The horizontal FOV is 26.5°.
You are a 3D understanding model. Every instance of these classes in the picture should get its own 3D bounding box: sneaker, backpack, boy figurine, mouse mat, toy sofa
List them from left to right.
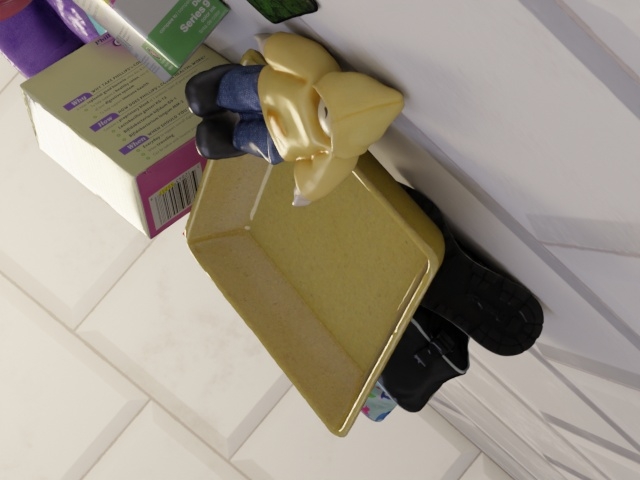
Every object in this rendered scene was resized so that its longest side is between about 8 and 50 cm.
[{"bbox_3d":[-0.470,-0.363,2.171,0.177,0.150,0.362,38,173,30],"label":"toy sofa"},{"bbox_3d":[-0.078,-0.258,1.257,0.152,0.007,0.190,42,172,-14],"label":"mouse mat"},{"bbox_3d":[-0.022,-0.115,1.328,0.285,0.092,0.177,13,117,56],"label":"boy figurine"},{"bbox_3d":[0.086,0.095,1.757,0.225,0.191,0.253,47,-155,-7],"label":"backpack"},{"bbox_3d":[0.129,0.031,1.610,0.283,0.107,0.124,42,179,-11],"label":"sneaker"}]

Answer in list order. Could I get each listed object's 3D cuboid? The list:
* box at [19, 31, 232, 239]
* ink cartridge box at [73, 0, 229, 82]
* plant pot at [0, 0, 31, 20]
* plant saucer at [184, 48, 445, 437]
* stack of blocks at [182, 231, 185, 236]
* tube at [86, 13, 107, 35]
[{"bbox_3d":[-0.218,-0.154,1.729,0.243,0.213,0.117,37,151,30],"label":"box"},{"bbox_3d":[-0.215,-0.283,1.497,0.212,0.093,0.154,40,173,-10],"label":"ink cartridge box"},{"bbox_3d":[-0.421,-0.386,1.639,0.201,0.201,0.180,41,157,-2],"label":"plant pot"},{"bbox_3d":[0.000,0.000,1.516,0.332,0.081,0.333,51,141,24],"label":"plant saucer"},{"bbox_3d":[-0.159,-0.051,2.389,0.297,0.171,0.087,45,172,-32],"label":"stack of blocks"},{"bbox_3d":[-0.306,-0.301,2.113,0.080,0.052,0.207,26,162,40],"label":"tube"}]
